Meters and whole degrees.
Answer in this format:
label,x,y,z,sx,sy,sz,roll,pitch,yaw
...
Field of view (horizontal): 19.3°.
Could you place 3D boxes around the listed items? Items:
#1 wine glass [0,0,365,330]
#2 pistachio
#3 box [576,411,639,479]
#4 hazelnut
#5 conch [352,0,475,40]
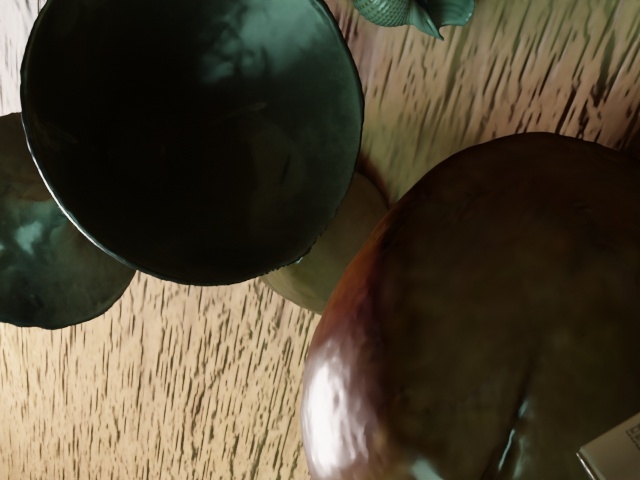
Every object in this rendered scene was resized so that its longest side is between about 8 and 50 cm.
label,x,y,z,sx,sy,sz,roll,pitch,yaw
wine glass,-0.164,-0.056,1.496,0.267,0.267,0.406,39,155,-12
pistachio,0.000,0.000,1.568,0.185,0.126,0.108,67,177,-53
box,0.347,0.115,1.178,0.069,0.353,0.214,55,177,44
hazelnut,0.159,0.096,1.341,0.372,0.315,0.372,-2,159,-1
conch,0.063,-0.177,1.285,0.085,0.056,0.076,16,146,-38
